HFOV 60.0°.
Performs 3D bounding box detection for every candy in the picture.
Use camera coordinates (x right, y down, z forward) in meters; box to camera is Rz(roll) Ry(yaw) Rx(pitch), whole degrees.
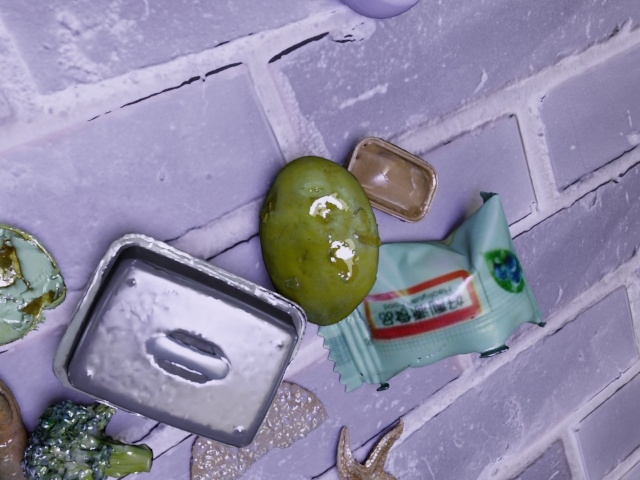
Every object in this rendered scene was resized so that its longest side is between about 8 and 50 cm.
[{"bbox_3d":[0.181,0.098,0.971,0.398,0.172,0.262,-21,97,-2],"label":"candy"}]

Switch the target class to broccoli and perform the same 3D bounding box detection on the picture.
[{"bbox_3d":[-0.299,0.278,0.724,0.160,0.154,0.167,8,101,-10],"label":"broccoli"}]

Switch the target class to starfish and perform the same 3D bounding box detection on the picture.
[{"bbox_3d":[0.078,0.450,1.014,0.277,0.062,0.235,-43,119,-20],"label":"starfish"}]

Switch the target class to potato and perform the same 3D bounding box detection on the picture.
[{"bbox_3d":[0.000,0.000,0.831,0.148,0.187,0.253,-33,125,-66],"label":"potato"}]

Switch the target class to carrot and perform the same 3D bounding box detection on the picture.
[{"bbox_3d":[-0.448,0.173,0.696,0.070,0.070,0.342,-26,107,-21],"label":"carrot"}]

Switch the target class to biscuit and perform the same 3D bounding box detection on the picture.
[{"bbox_3d":[-0.112,0.304,0.901,0.250,0.032,0.133,-27,107,-20],"label":"biscuit"}]

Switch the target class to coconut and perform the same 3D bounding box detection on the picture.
[{"bbox_3d":[-0.397,0.055,0.709,0.133,0.055,0.157,5,96,-29],"label":"coconut"}]

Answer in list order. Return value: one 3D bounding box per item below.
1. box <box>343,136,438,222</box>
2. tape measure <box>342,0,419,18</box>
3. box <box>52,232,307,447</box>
[{"bbox_3d":[0.113,-0.098,0.917,0.177,0.111,0.111,20,88,-27],"label":"box"},{"bbox_3d":[0.084,-0.442,0.860,0.178,0.105,0.196,-49,116,-21],"label":"tape measure"},{"bbox_3d":[-0.179,0.135,0.741,0.291,0.166,0.220,26,86,-15],"label":"box"}]
